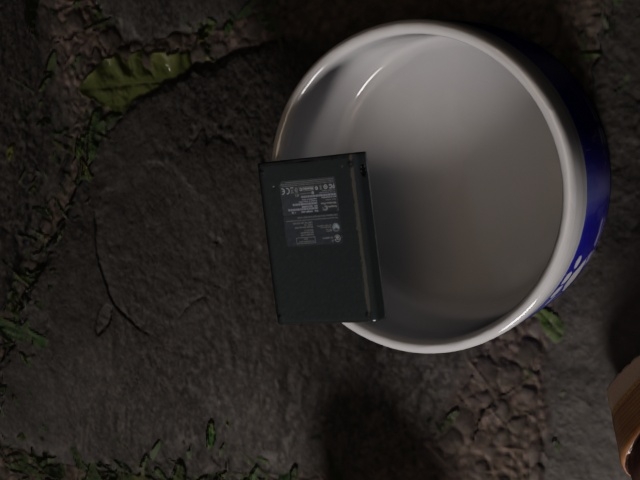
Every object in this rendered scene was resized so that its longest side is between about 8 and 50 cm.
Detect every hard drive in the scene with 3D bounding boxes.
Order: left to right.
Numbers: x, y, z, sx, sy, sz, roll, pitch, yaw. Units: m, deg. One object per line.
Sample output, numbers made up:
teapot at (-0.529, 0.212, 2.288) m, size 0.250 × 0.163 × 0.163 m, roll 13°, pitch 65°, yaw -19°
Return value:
hard drive at (0.000, 0.000, 1.032) m, size 0.094 × 0.022 × 0.135 m, roll -4°, pitch 96°, yaw 30°

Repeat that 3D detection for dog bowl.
dog bowl at (0.096, -0.047, 1.044) m, size 0.265 × 0.104 × 0.264 m, roll 5°, pitch 100°, yaw 29°

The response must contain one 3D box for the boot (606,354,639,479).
boot at (0.313, 0.124, 0.910) m, size 0.248 × 0.090 × 0.207 m, roll -60°, pitch 35°, yaw 37°
